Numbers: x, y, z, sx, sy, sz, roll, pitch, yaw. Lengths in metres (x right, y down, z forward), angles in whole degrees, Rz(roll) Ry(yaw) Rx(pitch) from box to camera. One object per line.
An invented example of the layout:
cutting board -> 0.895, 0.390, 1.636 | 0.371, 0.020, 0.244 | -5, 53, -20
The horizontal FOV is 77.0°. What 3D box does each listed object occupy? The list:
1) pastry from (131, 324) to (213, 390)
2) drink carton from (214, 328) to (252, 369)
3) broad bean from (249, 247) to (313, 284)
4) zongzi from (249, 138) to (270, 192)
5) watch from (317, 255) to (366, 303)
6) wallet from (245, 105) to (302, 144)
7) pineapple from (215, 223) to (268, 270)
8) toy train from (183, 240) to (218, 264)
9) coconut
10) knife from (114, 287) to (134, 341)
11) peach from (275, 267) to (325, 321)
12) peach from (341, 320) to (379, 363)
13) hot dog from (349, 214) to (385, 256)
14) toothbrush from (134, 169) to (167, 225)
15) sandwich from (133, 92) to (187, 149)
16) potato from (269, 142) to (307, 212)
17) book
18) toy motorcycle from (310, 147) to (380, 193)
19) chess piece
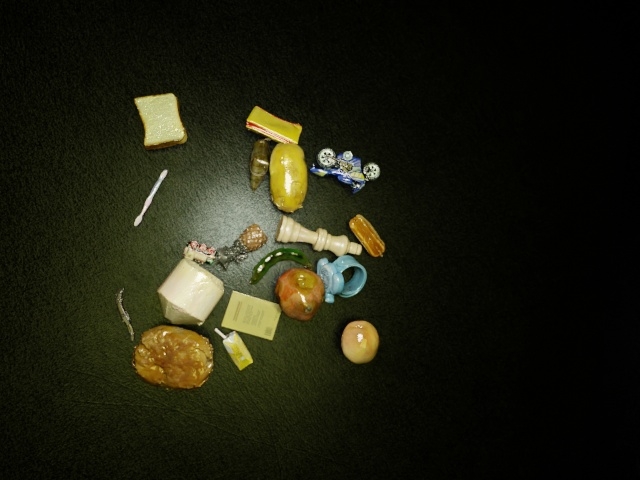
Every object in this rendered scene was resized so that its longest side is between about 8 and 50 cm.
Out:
pastry -> -0.572, 0.464, 1.595 | 0.310, 0.162, 0.255 | 18, 92, -2
drink carton -> -0.363, 0.438, 1.690 | 0.074, 0.084, 0.200 | -30, 97, -11
broad bean -> -0.177, 0.106, 1.780 | 0.291, 0.049, 0.144 | -9, 91, -16
zongzi -> -0.276, -0.339, 1.792 | 0.084, 0.184, 0.187 | 11, 46, -13
watch -> 0.099, 0.170, 1.792 | 0.193, 0.211, 0.211 | -3, 86, -25
wallet -> -0.206, -0.505, 1.804 | 0.241, 0.067, 0.141 | 22, 48, -12
pineapple -> -0.344, 0.030, 1.716 | 0.237, 0.111, 0.119 | -40, 87, -12
toy train -> -0.507, 0.054, 1.703 | 0.137, 0.050, 0.087 | 21, 85, -13
coconut -> -0.523, 0.218, 1.592 | 0.239, 0.239, 0.244 | 36, 77, -9
knife -> -0.793, 0.304, 1.625 | 0.045, 0.021, 0.222 | -13, 88, -17
peach -> -0.079, 0.232, 1.697 | 0.214, 0.235, 0.214 | -8, 121, -14
peach -> 0.176, 0.444, 1.772 | 0.184, 0.184, 0.184 | 1, 85, -14
hot dog -> 0.224, -0.015, 1.884 | 0.092, 0.062, 0.236 | -34, 100, 2
toothbrush -> -0.710, -0.180, 1.682 | 0.021, 0.027, 0.269 | 36, 76, -45
sandwich -> -0.674, -0.504, 1.699 | 0.186, 0.065, 0.215 | -17, 89, -15
potato -> -0.138, -0.273, 1.768 | 0.172, 0.140, 0.301 | -4, 95, -27
book -> -0.296, 0.327, 1.745 | 0.230, 0.026, 0.161 | 20, 80, -12
toy motorcycle -> 0.114, -0.317, 1.860 | 0.315, 0.113, 0.169 | 17, 91, -3
chess piece -> 0.000, 0.000, 1.805 | 0.396, 0.117, 0.117 | 17, 82, -14
